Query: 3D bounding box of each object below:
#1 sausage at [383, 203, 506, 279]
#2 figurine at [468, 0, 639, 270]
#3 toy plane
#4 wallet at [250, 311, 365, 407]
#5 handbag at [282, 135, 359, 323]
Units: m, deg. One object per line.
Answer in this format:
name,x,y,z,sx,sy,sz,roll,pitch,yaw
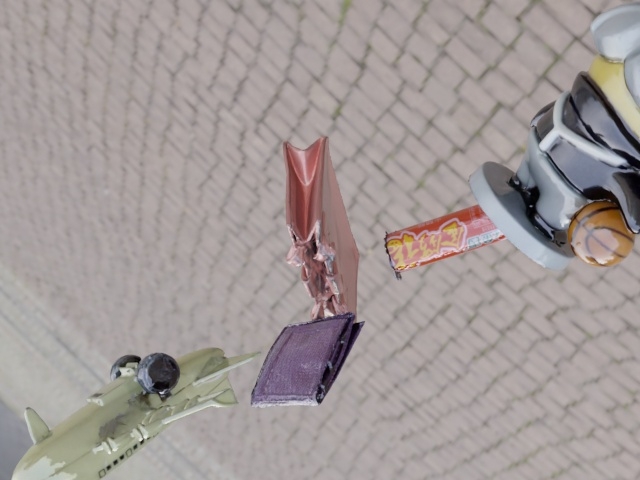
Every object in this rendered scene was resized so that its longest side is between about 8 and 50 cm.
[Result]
sausage,0.134,-0.006,1.238,0.048,0.145,0.050,48,-154,-65
figurine,0.250,-0.085,1.087,0.133,0.236,0.176,21,-149,-42
toy plane,-0.175,0.157,1.182,0.229,0.244,0.092,-8,104,59
wallet,-0.021,0.136,1.450,0.030,0.111,0.166,37,156,-18
handbag,0.000,0.000,1.495,0.059,0.157,0.212,-7,138,8
